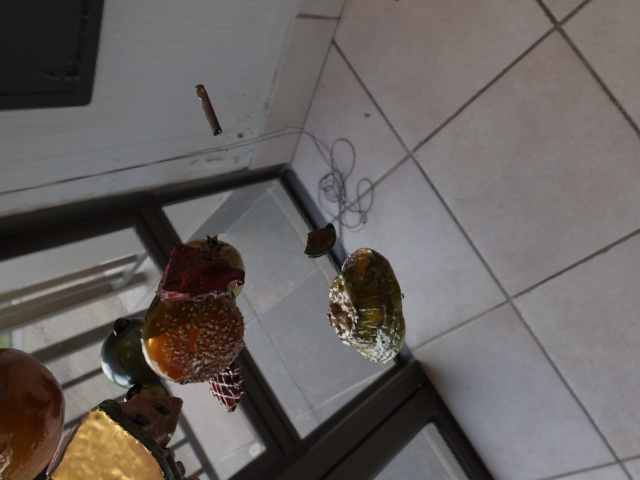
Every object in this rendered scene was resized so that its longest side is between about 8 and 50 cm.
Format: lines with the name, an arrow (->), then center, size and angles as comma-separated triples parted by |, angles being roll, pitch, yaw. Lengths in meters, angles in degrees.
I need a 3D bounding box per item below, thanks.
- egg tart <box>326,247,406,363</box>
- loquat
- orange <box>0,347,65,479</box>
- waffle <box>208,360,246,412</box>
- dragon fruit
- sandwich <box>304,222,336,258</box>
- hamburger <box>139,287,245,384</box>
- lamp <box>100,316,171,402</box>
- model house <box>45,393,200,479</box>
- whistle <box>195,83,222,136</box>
egg tart -> 0.116, 0.194, 1.661 | 0.352, 0.150, 0.351 | 20, 113, 61
loquat -> -0.308, 0.089, 1.569 | 0.208, 0.208, 0.208 | 13, 112, 35
orange -> -0.666, 0.361, 1.110 | 0.312, 0.312, 0.312 | 13, 112, 35
waffle -> -0.278, 0.345, 1.550 | 0.221, 0.056, 0.234 | 48, 137, 31
dragon fruit -> -0.184, 0.066, 0.891 | 0.063, 0.131, 0.097 | -158, 84, -72
sandwich -> -0.001, 0.005, 1.455 | 0.069, 0.101, 0.026 | 64, 173, -4
hamburger -> -0.269, 0.189, 1.197 | 0.147, 0.237, 0.236 | -10, 98, 58
lamp -> -0.424, 0.304, 1.356 | 0.198, 0.198, 0.243 | -35, 58, 40
model house -> -0.329, 0.421, 1.083 | 0.237, 0.237, 0.202 | 33, 96, 16
whistle -> -0.358, -0.416, 1.819 | 0.033, 0.033, 0.176 | -26, 84, 41
